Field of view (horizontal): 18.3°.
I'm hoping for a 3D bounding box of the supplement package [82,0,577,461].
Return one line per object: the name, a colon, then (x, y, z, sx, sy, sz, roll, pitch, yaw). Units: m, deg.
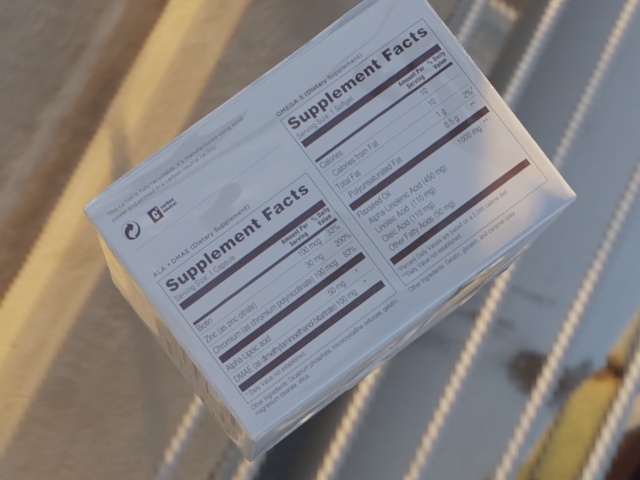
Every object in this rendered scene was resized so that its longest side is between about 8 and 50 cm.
supplement package: (0.000, 0.000, 1.090, 0.204, 0.262, 0.145, -37, 85, -7)
